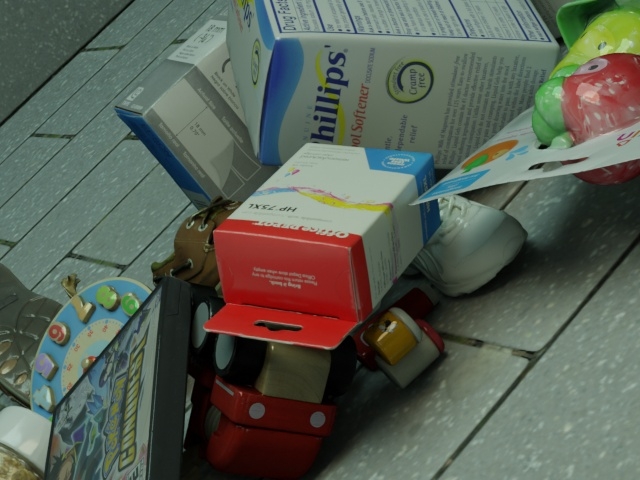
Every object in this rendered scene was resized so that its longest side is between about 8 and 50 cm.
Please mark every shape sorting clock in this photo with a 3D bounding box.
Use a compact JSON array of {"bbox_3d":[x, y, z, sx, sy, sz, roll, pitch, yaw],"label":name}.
[{"bbox_3d":[-0.243,0.138,1.730,0.206,0.040,0.206,-13,65,30],"label":"shape sorting clock"}]

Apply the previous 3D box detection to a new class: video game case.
[{"bbox_3d":[-0.195,0.207,1.456,0.248,0.035,0.275,-47,31,39],"label":"video game case"}]

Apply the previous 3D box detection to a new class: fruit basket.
[{"bbox_3d":[0.281,-0.144,1.370,0.353,0.165,0.327,-31,13,-40],"label":"fruit basket"}]

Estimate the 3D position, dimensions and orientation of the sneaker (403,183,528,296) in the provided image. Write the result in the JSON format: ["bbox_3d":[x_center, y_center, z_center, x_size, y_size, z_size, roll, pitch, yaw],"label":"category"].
[{"bbox_3d":[0.103,-0.018,1.522,0.090,0.115,0.232,-47,24,-18],"label":"sneaker"}]

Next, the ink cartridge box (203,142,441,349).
[{"bbox_3d":[0.000,0.000,1.390,0.134,0.078,0.231,6,31,25],"label":"ink cartridge box"}]

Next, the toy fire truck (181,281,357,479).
[{"bbox_3d":[-0.096,0.177,1.462,0.217,0.158,0.246,-154,76,-66],"label":"toy fire truck"}]

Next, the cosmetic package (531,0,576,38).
[{"bbox_3d":[0.296,-0.351,1.800,0.385,0.156,0.217,-18,28,42],"label":"cosmetic package"}]

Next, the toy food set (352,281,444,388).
[{"bbox_3d":[0.057,0.049,1.472,0.104,0.111,0.232,-42,27,-9],"label":"toy food set"}]

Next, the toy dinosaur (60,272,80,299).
[{"bbox_3d":[-0.277,0.090,1.917,0.053,0.092,0.183,-44,23,-10],"label":"toy dinosaur"}]

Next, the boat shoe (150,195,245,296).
[{"bbox_3d":[-0.104,0.010,1.647,0.111,0.104,0.307,-28,-9,-38],"label":"boat shoe"}]

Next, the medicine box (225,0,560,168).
[{"bbox_3d":[0.064,-0.203,1.637,0.289,0.149,0.263,0,35,-12],"label":"medicine box"}]

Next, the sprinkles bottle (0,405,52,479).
[{"bbox_3d":[-0.375,0.333,1.581,0.121,0.121,0.355,-7,39,51],"label":"sprinkles bottle"}]

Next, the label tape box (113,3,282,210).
[{"bbox_3d":[-0.033,-0.170,1.845,0.333,0.240,0.106,-45,23,-13],"label":"label tape box"}]

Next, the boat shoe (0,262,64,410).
[{"bbox_3d":[-0.353,0.137,1.926,0.123,0.116,0.324,-29,39,-18],"label":"boat shoe"}]
